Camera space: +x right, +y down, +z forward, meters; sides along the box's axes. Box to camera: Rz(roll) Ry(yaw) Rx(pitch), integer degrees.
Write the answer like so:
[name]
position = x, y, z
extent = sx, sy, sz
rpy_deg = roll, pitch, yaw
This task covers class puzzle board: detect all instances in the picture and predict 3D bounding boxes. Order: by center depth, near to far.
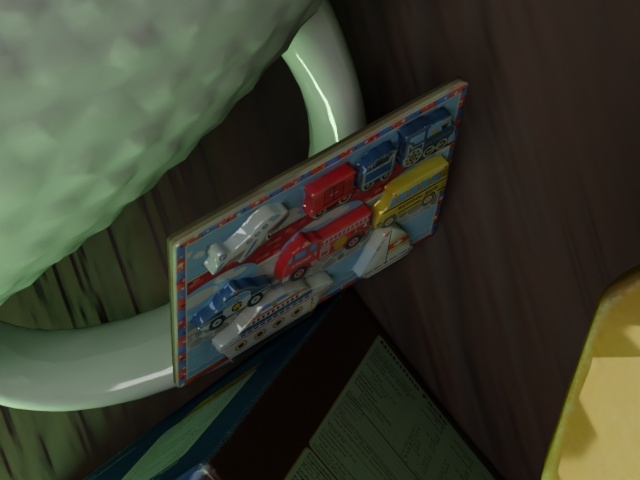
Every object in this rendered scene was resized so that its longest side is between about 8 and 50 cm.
[puzzle board]
position = 0.000, 0.000, 0.559
extent = 0.011, 0.128, 0.096
rpy_deg = 48, 155, 26

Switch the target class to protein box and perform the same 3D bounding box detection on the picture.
[protein box]
position = -0.044, 0.148, 0.578
extent = 0.200, 0.201, 0.136
rpy_deg = -37, 93, 20

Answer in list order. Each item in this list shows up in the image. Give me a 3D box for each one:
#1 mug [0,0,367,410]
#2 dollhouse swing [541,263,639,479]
[mug]
position = -0.131, -0.080, 0.530
extent = 0.328, 0.276, 0.374
rpy_deg = -32, 125, 7
[dollhouse swing]
position = 0.273, 0.105, 0.470
extent = 0.347, 0.315, 0.305
rpy_deg = -30, 76, 14
